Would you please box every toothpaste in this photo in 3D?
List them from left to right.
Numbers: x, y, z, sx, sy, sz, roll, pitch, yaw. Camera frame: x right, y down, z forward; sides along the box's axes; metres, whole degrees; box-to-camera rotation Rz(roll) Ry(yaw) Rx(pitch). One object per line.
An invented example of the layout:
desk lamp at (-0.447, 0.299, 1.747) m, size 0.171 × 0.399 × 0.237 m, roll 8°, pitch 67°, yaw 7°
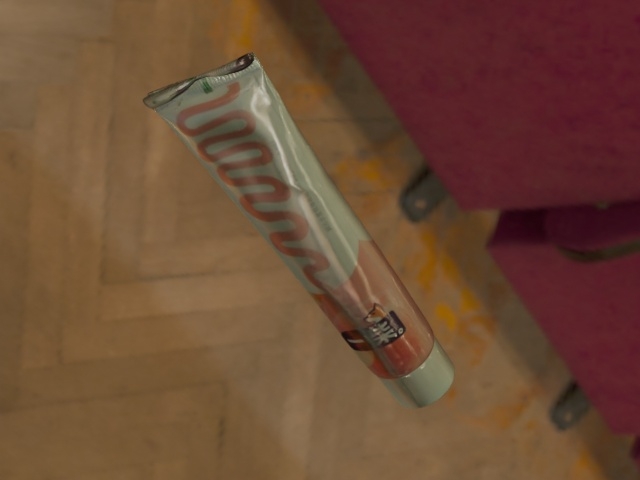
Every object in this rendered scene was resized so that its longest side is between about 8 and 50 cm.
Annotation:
toothpaste at (0.000, 0.000, 0.676) m, size 0.205 × 0.056 × 0.036 m, roll 53°, pitch 29°, yaw -32°
